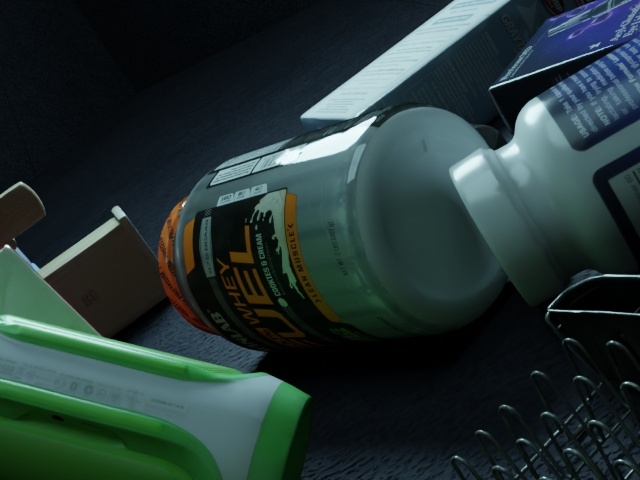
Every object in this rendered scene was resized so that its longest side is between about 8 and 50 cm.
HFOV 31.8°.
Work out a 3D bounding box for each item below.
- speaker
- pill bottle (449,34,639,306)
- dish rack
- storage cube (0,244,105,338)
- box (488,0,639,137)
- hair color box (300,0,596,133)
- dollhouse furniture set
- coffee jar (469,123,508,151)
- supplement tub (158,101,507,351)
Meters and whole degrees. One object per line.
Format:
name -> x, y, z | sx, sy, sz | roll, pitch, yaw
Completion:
speaker -> -0.161, 0.130, 0.817 | 0.297, 0.131, 0.131 | 13, 31, 8
pill bottle -> 0.240, -0.067, 0.829 | 0.265, 0.153, 0.153 | -30, 18, 10
dish rack -> 0.152, 0.128, 0.602 | 0.271, 0.074, 0.208 | -42, 19, -25
storage cube -> -0.275, 0.155, 0.987 | 0.184, 0.215, 0.193 | -44, -8, -25
box -> 0.292, -0.164, 1.072 | 0.207, 0.108, 0.153 | -15, 26, 45
hair color box -> 0.175, -0.218, 1.415 | 0.374, 0.113, 0.185 | -39, 18, -13
dollhouse furniture set -> -0.373, -0.006, 1.531 | 0.198, 0.286, 0.303 | -36, 29, -9
coffee jar -> 0.119, -0.072, 1.181 | 0.096, 0.079, 0.184 | -41, 19, -21
supplement tub -> 0.000, 0.000, 1.012 | 0.316, 0.193, 0.193 | -13, 27, 50
